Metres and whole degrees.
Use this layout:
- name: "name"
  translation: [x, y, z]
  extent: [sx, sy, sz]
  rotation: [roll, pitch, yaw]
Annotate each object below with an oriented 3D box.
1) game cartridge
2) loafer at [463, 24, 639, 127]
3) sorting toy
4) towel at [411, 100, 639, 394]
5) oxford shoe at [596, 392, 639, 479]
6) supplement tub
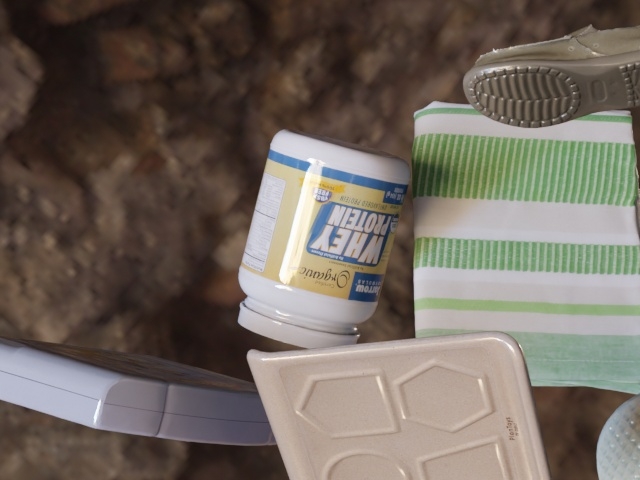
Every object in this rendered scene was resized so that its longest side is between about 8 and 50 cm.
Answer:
- name: "game cartridge"
  translation: [-0.158, 0.138, 1.711]
  extent: [0.297, 0.198, 0.062]
  rotation: [14, -95, -58]
- name: "loafer"
  translation: [0.170, -0.113, 1.279]
  extent: [0.050, 0.148, 0.056]
  rotation: [-85, -9, -50]
- name: "sorting toy"
  translation: [0.064, 0.140, 1.421]
  extent: [0.038, 0.208, 0.193]
  rotation: [-76, -23, -46]
- name: "towel"
  translation: [0.214, 0.002, 1.925]
  extent: [0.038, 0.248, 0.325]
  rotation: [103, 168, -59]
- name: "oxford shoe"
  translation: [0.424, 0.181, 1.606]
  extent: [0.130, 0.169, 0.449]
  rotation: [1, -12, -42]
- name: "supplement tub"
  translation: [0.000, 0.000, 1.889]
  extent: [0.144, 0.144, 0.200]
  rotation: [3, -77, -63]
